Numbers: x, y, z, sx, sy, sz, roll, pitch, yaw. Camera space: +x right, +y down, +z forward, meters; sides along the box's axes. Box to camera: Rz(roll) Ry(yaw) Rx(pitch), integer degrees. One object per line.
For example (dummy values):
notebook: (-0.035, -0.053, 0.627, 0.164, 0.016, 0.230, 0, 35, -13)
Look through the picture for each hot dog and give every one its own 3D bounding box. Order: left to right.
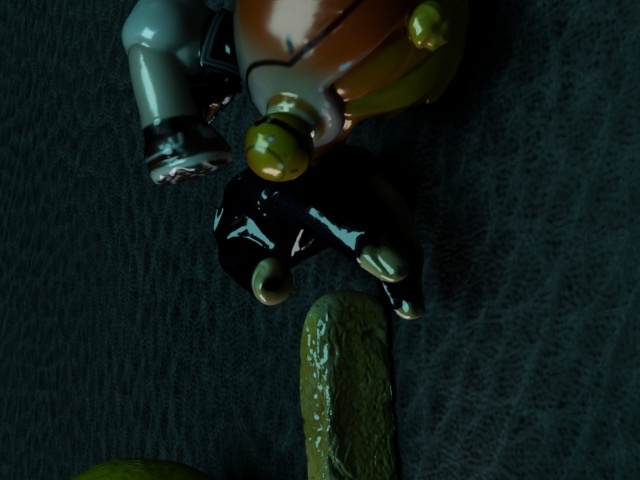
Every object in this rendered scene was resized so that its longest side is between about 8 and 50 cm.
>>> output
hot dog: (0.023, 0.171, 1.042, 0.073, 0.084, 0.242, -11, 83, 56)

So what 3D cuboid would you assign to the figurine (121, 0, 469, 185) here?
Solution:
figurine: (-0.009, -0.187, 0.925, 0.323, 0.196, 0.320, -17, 36, 21)

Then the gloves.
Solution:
gloves: (-0.004, -0.007, 0.983, 0.301, 0.197, 0.152, 34, 146, 49)

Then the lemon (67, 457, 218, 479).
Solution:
lemon: (-0.205, 0.411, 1.190, 0.348, 0.348, 0.348, 2, 92, 58)
